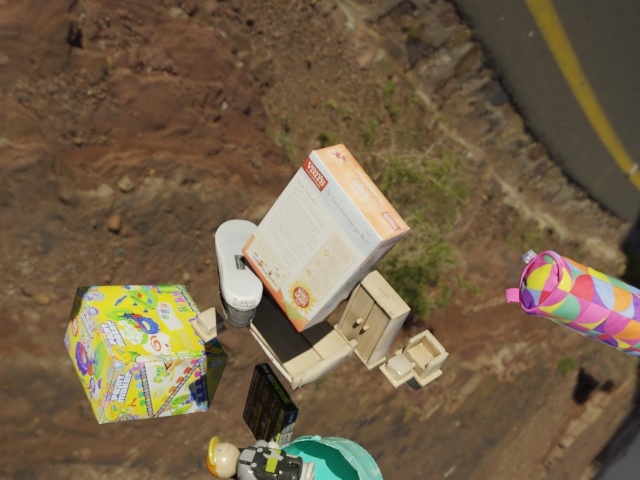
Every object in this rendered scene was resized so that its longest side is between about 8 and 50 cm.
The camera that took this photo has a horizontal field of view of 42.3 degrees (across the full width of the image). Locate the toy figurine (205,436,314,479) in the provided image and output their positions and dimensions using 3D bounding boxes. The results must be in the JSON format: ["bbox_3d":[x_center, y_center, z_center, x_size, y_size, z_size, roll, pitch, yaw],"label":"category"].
[{"bbox_3d":[-0.103,0.384,1.156,0.213,0.148,0.210,60,39,-73],"label":"toy figurine"}]

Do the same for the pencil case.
[{"bbox_3d":[0.392,0.092,1.203,0.236,0.104,0.104,22,115,-21],"label":"pencil case"}]

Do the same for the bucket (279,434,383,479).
[{"bbox_3d":[0.000,0.559,1.801,0.281,0.281,0.183,-50,161,9],"label":"bucket"}]

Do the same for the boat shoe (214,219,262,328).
[{"bbox_3d":[-0.126,0.052,1.294,0.080,0.228,0.076,4,122,-14],"label":"boat shoe"}]

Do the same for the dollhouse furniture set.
[{"bbox_3d":[-0.010,0.217,1.483,0.355,0.303,0.174,-25,151,-33],"label":"dollhouse furniture set"}]

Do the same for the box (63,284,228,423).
[{"bbox_3d":[-0.420,0.257,1.962,0.279,0.290,0.177,2,123,-36],"label":"box"}]

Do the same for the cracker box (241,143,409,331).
[{"bbox_3d":[0.000,0.000,1.156,0.067,0.156,0.232,-21,158,-44],"label":"cracker box"}]

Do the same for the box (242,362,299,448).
[{"bbox_3d":[-0.132,0.447,2.137,0.045,0.184,0.191,-8,127,-34],"label":"box"}]
